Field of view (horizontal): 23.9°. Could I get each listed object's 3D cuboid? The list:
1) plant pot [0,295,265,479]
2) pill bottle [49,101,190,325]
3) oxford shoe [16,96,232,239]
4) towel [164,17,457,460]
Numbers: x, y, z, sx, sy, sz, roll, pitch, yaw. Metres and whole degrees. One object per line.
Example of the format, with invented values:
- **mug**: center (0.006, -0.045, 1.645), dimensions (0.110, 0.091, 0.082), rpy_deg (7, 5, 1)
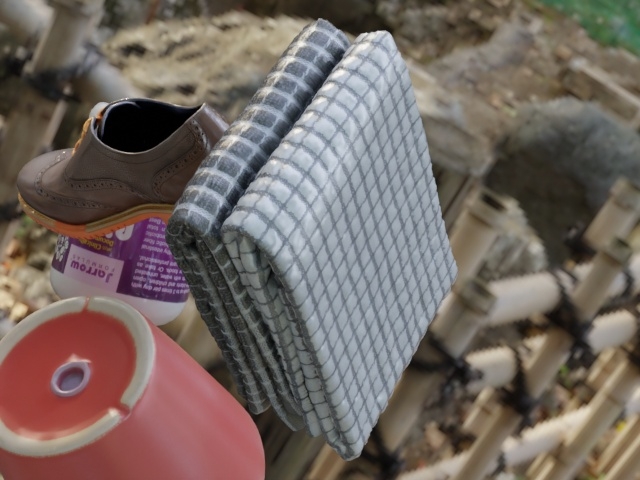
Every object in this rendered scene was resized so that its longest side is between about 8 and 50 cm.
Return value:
- **plant pot**: center (-0.219, 0.204, 1.575), dimensions (0.275, 0.243, 0.275), rpy_deg (-10, 49, 12)
- **pill bottle**: center (-0.226, -0.001, 1.799), dimensions (0.169, 0.301, 0.169), rpy_deg (15, 5, -1)
- **oxford shoe**: center (-0.202, -0.089, 1.549), dimensions (0.130, 0.364, 0.132), rpy_deg (-54, 126, -35)
- **towel**: center (0.000, 0.000, 1.221), dimensions (0.121, 0.283, 0.235), rpy_deg (11, 52, 29)
